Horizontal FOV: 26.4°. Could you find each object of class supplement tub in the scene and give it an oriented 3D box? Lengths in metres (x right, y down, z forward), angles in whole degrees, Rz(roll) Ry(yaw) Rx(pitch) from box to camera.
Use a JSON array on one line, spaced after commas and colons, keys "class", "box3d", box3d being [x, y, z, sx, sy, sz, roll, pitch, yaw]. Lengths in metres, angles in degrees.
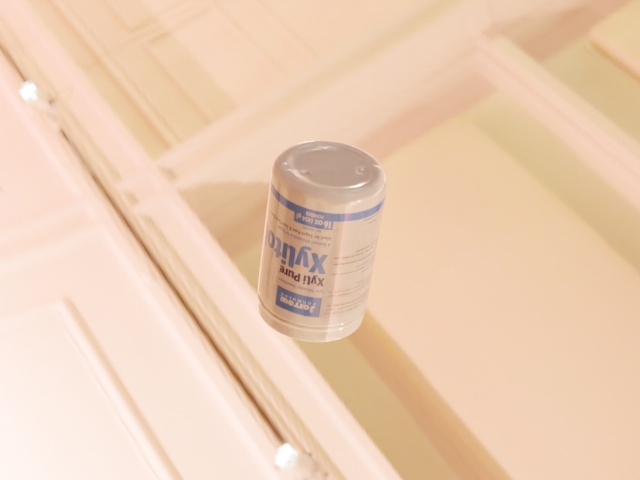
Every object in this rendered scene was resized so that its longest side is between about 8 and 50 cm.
[{"class": "supplement tub", "box3d": [0.000, 0.000, 0.829, 0.071, 0.107, 0.071, 5, -148, -3]}]
